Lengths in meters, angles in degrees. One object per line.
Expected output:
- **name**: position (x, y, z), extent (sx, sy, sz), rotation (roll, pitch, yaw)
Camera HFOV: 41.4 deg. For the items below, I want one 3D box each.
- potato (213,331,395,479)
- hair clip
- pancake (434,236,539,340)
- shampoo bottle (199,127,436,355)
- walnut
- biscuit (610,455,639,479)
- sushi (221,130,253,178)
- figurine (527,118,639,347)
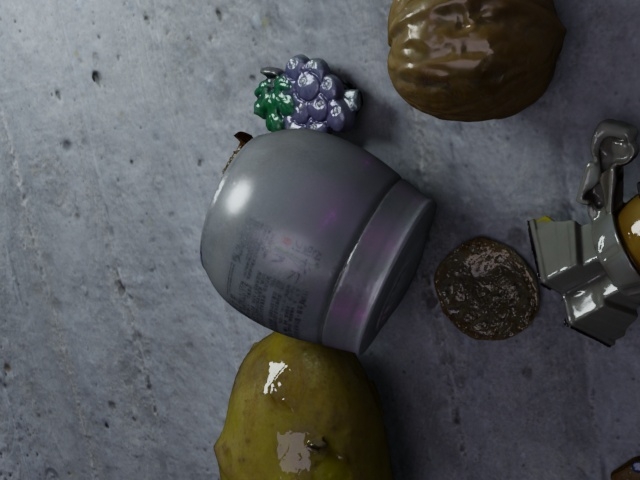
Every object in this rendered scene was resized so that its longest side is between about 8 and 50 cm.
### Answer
- **potato**: position (-0.029, 0.302, 1.313), extent (0.397, 0.290, 0.295), rotation (112, 149, -66)
- **hair clip**: position (-0.020, -0.205, 1.220), extent (0.196, 0.052, 0.124), rotation (4, 98, 37)
- **pancake**: position (0.231, 0.068, 1.174), extent (0.152, 0.025, 0.151), rotation (10, 111, 27)
- **shampoo bottle**: position (0.000, 0.000, 1.135), extent (0.266, 0.273, 0.272), rotation (25, 117, 10)
- **walnut**: position (0.183, -0.238, 1.008), extent (0.213, 0.213, 0.213), rotation (9, 110, 26)
- **biscuit**: position (0.433, 0.356, 1.159), extent (0.120, 0.019, 0.129), rotation (0, 106, 29)
- **sushi**: position (-0.124, -0.105, 1.298), extent (0.052, 0.055, 0.120), rotation (31, 120, 10)
- **figurine**: position (0.401, 0.003, 0.991), extent (0.309, 0.143, 0.308), rotation (14, 130, 17)
